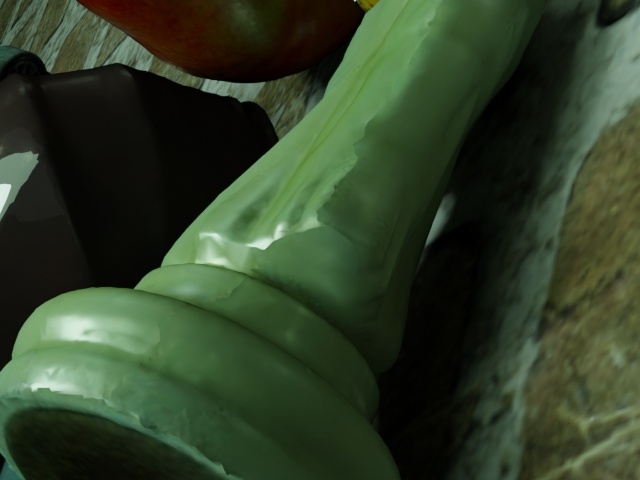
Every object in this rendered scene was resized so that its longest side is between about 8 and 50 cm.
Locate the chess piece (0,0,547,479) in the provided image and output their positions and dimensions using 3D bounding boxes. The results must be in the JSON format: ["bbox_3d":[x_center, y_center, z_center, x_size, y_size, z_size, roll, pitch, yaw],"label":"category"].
[{"bbox_3d":[0.000,0.000,0.675,0.176,0.176,0.298,-30,25,57],"label":"chess piece"}]

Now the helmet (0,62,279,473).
[{"bbox_3d":[-0.156,0.029,0.902,0.305,0.177,0.225,-57,35,13],"label":"helmet"}]

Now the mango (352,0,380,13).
[{"bbox_3d":[0.057,-0.165,0.820,0.079,0.057,0.114,21,80,56],"label":"mango"}]

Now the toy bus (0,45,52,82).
[{"bbox_3d":[-0.214,-0.053,1.072,0.128,0.262,0.150,18,89,33],"label":"toy bus"}]

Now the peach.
[{"bbox_3d":[-0.067,-0.220,0.937,0.249,0.245,0.275,-25,29,-17],"label":"peach"}]

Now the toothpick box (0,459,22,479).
[{"bbox_3d":[-0.115,0.169,0.760,0.184,0.120,0.120,-68,20,-4],"label":"toothpick box"}]
